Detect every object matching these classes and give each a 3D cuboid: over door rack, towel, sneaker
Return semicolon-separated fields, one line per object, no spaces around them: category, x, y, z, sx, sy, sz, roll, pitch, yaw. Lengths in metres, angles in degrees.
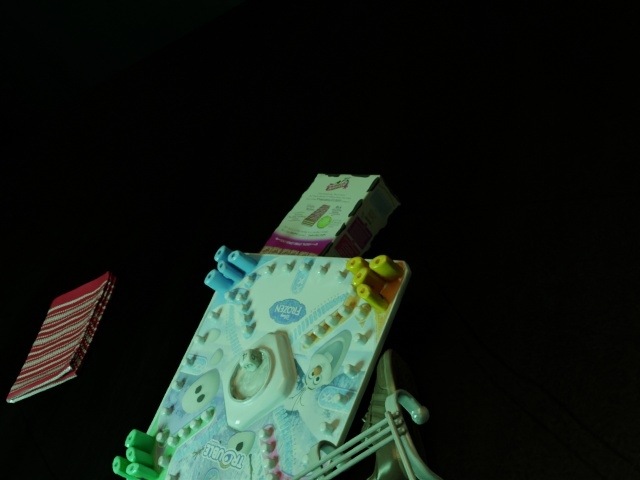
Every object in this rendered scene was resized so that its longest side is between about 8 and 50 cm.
over door rack;0.044;0.337;0.781;0.239;0.108;0.324;-39;41;25
towel;-0.522;0.191;1.701;0.198;0.031;0.275;-24;33;26
sneaker;0.074;0.206;0.979;0.071;0.066;0.188;-30;31;19

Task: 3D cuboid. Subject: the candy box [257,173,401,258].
candy box;0.000;0.000;1.332;0.159;0.071;0.233;8;56;51

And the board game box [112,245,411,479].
board game box;-0.096;0.184;1.139;0.389;0.050;0.390;2;61;49
